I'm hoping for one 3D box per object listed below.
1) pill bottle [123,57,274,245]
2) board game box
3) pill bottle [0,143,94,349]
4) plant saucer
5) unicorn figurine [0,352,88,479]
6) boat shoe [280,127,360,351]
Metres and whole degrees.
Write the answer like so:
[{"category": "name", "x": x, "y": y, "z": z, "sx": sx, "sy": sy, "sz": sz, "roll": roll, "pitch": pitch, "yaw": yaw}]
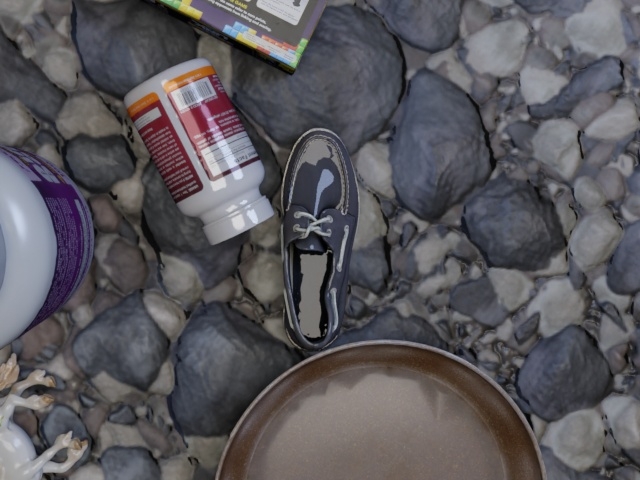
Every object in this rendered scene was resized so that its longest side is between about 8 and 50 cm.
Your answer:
[{"category": "pill bottle", "x": -0.103, "y": -0.076, "z": 0.877, "sx": 0.086, "sy": 0.086, "sz": 0.152, "roll": -27, "pitch": 95, "yaw": -3}, {"category": "board game box", "x": -0.069, "y": -0.250, "z": 0.891, "sx": 0.170, "sy": 0.048, "sz": 0.141, "roll": 27, "pitch": 88, "yaw": -5}, {"category": "pill bottle", "x": -0.276, "y": 0.004, "z": 0.758, "sx": 0.169, "sy": 0.301, "sz": 0.169, "roll": 0, "pitch": 93, "yaw": -5}, {"category": "plant saucer", "x": 0.055, "y": 0.243, "z": 0.926, "sx": 0.311, "sy": 0.050, "sz": 0.310, "roll": 0, "pitch": 93, "yaw": -4}, {"category": "unicorn figurine", "x": -0.272, "y": 0.193, "z": 0.897, "sx": 0.111, "sy": 0.060, "sz": 0.162, "roll": -27, "pitch": 79, "yaw": -3}, {"category": "boat shoe", "x": 0.000, "y": 0.000, "z": 0.900, "sx": 0.075, "sy": 0.065, "sz": 0.206, "roll": 3, "pitch": 93, "yaw": -5}]
